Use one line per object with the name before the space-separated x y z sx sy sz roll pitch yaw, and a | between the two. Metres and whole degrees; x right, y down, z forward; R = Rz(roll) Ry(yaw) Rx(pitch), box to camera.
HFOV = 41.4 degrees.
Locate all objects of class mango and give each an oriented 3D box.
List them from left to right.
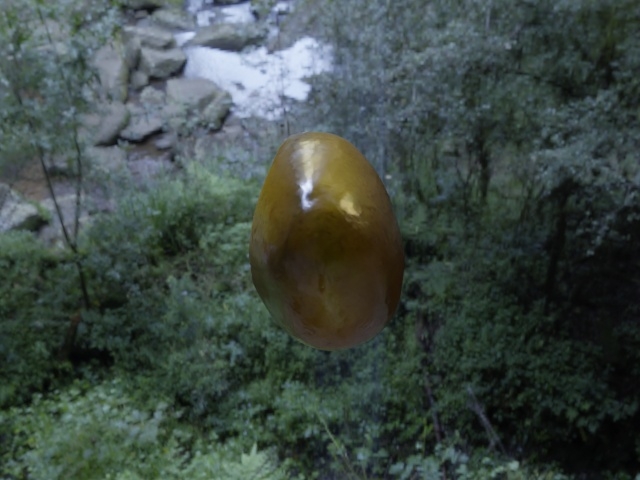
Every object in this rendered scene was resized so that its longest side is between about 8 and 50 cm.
mango | 0.007 0.001 0.555 0.102 0.141 0.217 9 5 -1
